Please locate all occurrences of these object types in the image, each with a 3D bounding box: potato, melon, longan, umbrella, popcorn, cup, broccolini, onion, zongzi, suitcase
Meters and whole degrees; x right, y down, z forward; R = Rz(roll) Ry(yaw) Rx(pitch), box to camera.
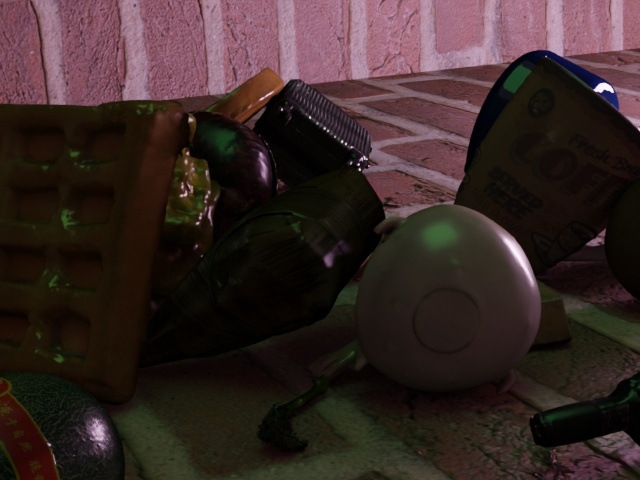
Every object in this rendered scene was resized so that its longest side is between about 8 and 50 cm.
[{"bbox_3d":[0.245,0.087,1.807,0.086,0.061,0.122,-7,13,-7],"label":"potato"},{"bbox_3d":[-0.269,0.199,1.222,0.182,0.182,0.288,8,16,37],"label":"melon"},{"bbox_3d":[0.444,-0.002,1.910,0.189,0.189,0.189,-3,14,1],"label":"longan"},{"bbox_3d":[0.360,0.149,1.447,0.340,0.118,0.118,-8,15,-17],"label":"umbrella"},{"bbox_3d":[-0.274,-0.051,1.936,0.290,0.325,0.321,-24,25,0],"label":"popcorn"},{"bbox_3d":[0.330,-0.062,2.049,0.301,0.257,0.227,36,10,-28],"label":"cup"},{"bbox_3d":[-0.031,0.174,1.563,0.052,0.054,0.194,-19,8,14],"label":"broccolini"},{"bbox_3d":[-0.175,-0.070,2.185,0.246,0.246,0.190,7,-7,35],"label":"onion"},{"bbox_3d":[-0.081,0.043,1.791,0.300,0.138,0.286,-31,8,26],"label":"zongzi"},{"bbox_3d":[-0.020,-0.164,2.563,0.202,0.128,0.312,37,14,-6],"label":"suitcase"}]

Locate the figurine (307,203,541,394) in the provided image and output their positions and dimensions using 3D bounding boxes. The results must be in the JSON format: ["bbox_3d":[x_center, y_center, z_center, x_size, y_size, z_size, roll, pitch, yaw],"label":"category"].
[{"bbox_3d":[0.101,0.068,1.739,0.274,0.226,0.394,-31,8,3],"label":"figurine"}]

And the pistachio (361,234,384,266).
[{"bbox_3d":[0.000,0.000,2.107,0.200,0.117,0.145,-5,51,-38],"label":"pistachio"}]

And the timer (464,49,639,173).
[{"bbox_3d":[0.436,-0.101,2.230,0.383,0.270,0.270,25,27,30],"label":"timer"}]

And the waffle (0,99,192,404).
[{"bbox_3d":[-0.306,0.000,1.716,0.304,0.348,0.077,3,-11,32],"label":"waffle"}]

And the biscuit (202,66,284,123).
[{"bbox_3d":[-0.233,-0.151,2.473,0.385,0.062,0.365,-27,9,47],"label":"biscuit"}]
